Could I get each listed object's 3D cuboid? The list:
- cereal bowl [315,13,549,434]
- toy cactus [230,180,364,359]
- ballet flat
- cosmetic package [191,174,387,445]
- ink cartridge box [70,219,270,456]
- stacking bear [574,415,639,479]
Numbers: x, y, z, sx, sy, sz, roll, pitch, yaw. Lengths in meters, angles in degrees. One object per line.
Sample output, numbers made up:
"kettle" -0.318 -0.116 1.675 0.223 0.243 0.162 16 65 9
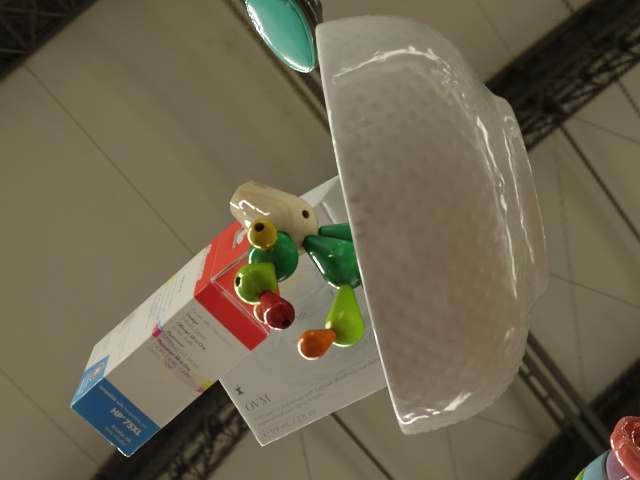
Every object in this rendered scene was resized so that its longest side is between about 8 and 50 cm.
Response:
"cereal bowl" 0.097 -0.023 0.934 0.141 0.339 0.339 -13 -76 5
"toy cactus" 0.000 0.000 0.865 0.219 0.180 0.112 -21 -49 -40
"ballet flat" -0.056 -0.312 1.328 0.096 0.095 0.280 -62 -39 -18
"cosmetic package" -0.021 0.080 1.354 0.224 0.138 0.225 -29 -82 20
"ink cartridge box" -0.119 0.080 1.088 0.231 0.134 0.078 -41 -75 13
"stacking bear" 0.311 0.319 1.238 0.164 0.175 0.289 44 -59 14
